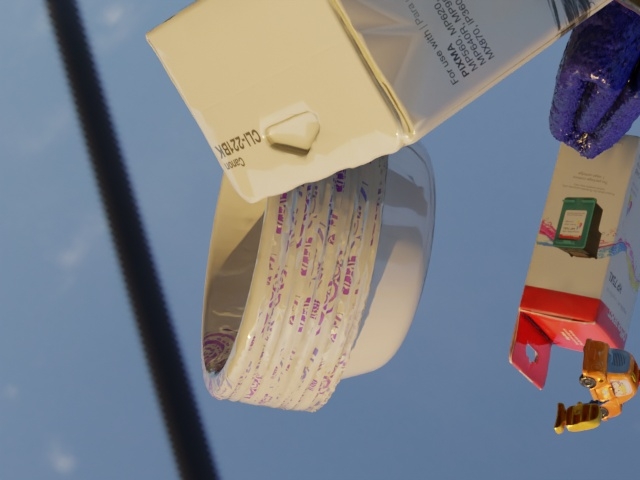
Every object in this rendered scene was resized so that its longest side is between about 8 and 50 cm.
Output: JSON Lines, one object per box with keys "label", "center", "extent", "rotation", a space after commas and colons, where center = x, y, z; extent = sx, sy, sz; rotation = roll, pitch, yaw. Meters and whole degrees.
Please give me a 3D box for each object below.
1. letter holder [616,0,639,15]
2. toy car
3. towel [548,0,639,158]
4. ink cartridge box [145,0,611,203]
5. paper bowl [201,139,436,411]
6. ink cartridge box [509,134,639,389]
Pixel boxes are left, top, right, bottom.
{"label": "letter holder", "center": [0.155, -0.180, 0.586], "extent": [0.302, 0.214, 0.152], "rotation": [39, -46, 36]}
{"label": "toy car", "center": [0.193, 0.112, 1.216], "extent": [0.040, 0.060, 0.122], "rotation": [-9, -157, 22]}
{"label": "towel", "center": [0.255, -0.221, 1.326], "extent": [0.227, 0.076, 0.308], "rotation": [60, 51, -79]}
{"label": "ink cartridge box", "center": [0.068, -0.147, 0.967], "extent": [0.273, 0.114, 0.197], "rotation": [-37, -170, -27]}
{"label": "paper bowl", "center": [0.000, 0.000, 1.475], "extent": [0.284, 0.148, 0.284], "rotation": [-169, -90, -78]}
{"label": "ink cartridge box", "center": [0.253, 0.025, 1.704], "extent": [0.078, 0.134, 0.231], "rotation": [10, -103, 24]}
